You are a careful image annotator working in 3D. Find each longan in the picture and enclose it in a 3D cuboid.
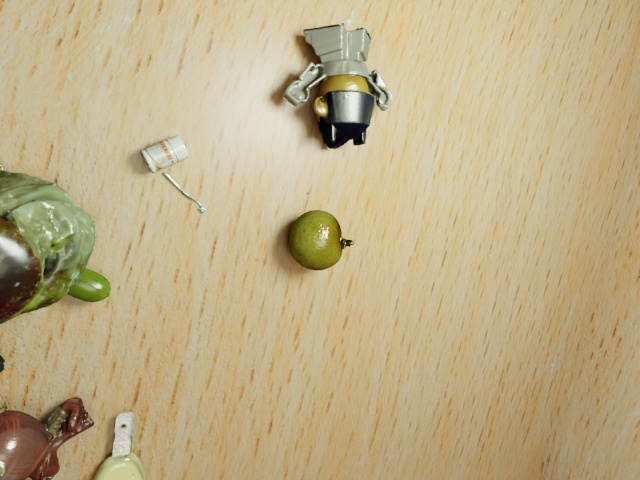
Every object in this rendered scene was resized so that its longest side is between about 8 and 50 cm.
[{"bbox_3d":[0.000,0.000,1.089,0.154,0.176,0.144,71,20,-55],"label":"longan"}]

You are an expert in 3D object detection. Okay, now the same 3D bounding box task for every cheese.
[{"bbox_3d":[-0.481,0.537,1.016,0.127,0.050,0.255,7,97,-28],"label":"cheese"}]

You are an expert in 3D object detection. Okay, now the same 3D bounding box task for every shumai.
[{"bbox_3d":[-0.571,0.011,0.700,0.304,0.263,0.309,35,78,-21],"label":"shumai"}]

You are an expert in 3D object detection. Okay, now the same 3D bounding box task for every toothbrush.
[{"bbox_3d":[-0.319,-0.113,0.990,0.131,0.011,0.013,48,57,-26],"label":"toothbrush"}]

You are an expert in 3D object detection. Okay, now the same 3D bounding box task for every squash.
[{"bbox_3d":[-0.545,0.075,0.885,0.201,0.066,0.066,26,88,-23],"label":"squash"}]

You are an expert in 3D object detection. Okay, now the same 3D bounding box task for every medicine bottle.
[{"bbox_3d":[-0.346,-0.192,0.934,0.089,0.057,0.057,-29,112,-19],"label":"medicine bottle"}]

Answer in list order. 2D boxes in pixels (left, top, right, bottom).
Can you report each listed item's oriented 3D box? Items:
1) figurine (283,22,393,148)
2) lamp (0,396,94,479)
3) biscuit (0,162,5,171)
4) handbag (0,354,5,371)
[{"bbox_3d":[0.054,-0.379,1.053,0.309,0.143,0.307,-1,94,-9],"label":"figurine"},{"bbox_3d":[-0.633,0.418,0.875,0.215,0.151,0.223,-53,161,-2],"label":"lamp"},{"bbox_3d":[-0.718,-0.074,0.787,0.237,0.026,0.131,-14,109,-25],"label":"biscuit"},{"bbox_3d":[-0.761,0.278,0.744,0.275,0.244,0.088,-41,73,-16],"label":"handbag"}]
